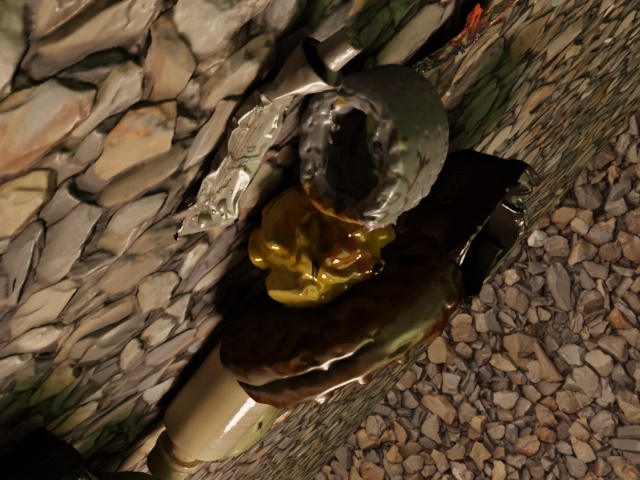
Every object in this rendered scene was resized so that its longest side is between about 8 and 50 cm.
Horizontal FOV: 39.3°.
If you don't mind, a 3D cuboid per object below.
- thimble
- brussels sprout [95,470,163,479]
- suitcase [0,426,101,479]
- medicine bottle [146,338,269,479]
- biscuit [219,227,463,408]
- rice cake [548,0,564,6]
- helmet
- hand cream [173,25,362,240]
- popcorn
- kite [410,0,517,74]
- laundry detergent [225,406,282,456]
[{"bbox_3d":[0.055,-0.098,0.908,0.118,0.127,0.151,-28,139,-50],"label":"thimble"},{"bbox_3d":[-0.276,0.470,1.231,0.316,0.273,0.242,-52,-175,23],"label":"brussels sprout"},{"bbox_3d":[-0.276,0.395,0.961,0.229,0.152,0.335,-40,120,-24],"label":"suitcase"},{"bbox_3d":[-0.160,0.251,1.278,0.252,0.114,0.114,-51,164,25],"label":"medicine bottle"},{"bbox_3d":[0.024,0.094,1.138,0.332,0.103,0.332,-25,-166,7],"label":"biscuit"},{"bbox_3d":[0.280,-0.338,1.061,0.085,0.040,0.226,-50,164,15],"label":"rice cake"},{"bbox_3d":[0.205,-0.040,1.374,0.225,0.177,0.305,-48,156,-17],"label":"helmet"},{"bbox_3d":[-0.050,-0.096,0.814,0.084,0.050,0.257,-21,157,-53],"label":"hand cream"},{"bbox_3d":[0.000,0.000,1.003,0.167,0.152,0.148,-47,120,2],"label":"popcorn"},{"bbox_3d":[0.176,-0.245,1.030,0.232,0.009,0.189,-37,175,6],"label":"kite"},{"bbox_3d":[-0.117,0.252,1.435,0.181,0.091,0.253,-41,164,-21],"label":"laundry detergent"}]
